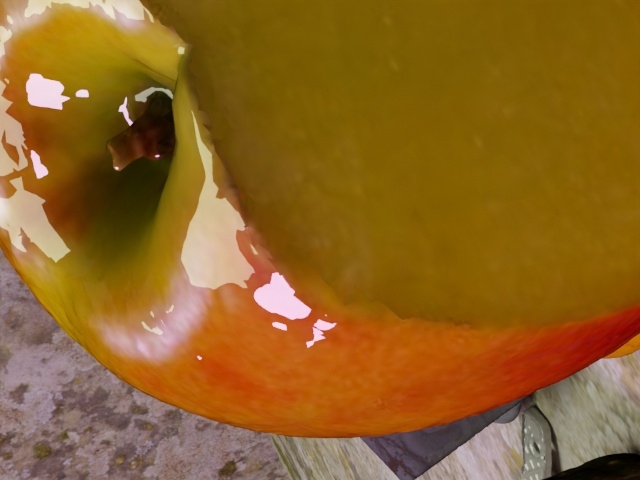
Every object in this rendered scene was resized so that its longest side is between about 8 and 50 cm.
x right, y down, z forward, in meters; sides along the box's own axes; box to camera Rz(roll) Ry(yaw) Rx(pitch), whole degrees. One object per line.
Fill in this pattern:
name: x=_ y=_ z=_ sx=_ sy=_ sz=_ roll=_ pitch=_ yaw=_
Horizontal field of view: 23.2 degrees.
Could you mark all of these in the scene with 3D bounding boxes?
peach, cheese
peach: x=0.032 y=-0.050 z=0.700 sx=0.306 sy=0.380 sz=0.242 roll=-16 pitch=98 yaw=54
cheese: x=0.184 y=0.243 z=1.324 sx=0.127 sy=0.054 sz=0.251 roll=-130 pitch=28 yaw=-51

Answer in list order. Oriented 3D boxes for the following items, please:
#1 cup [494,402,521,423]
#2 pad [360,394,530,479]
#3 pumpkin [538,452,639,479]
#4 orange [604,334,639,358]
cup: x=0.020 y=0.025 z=1.321 sx=0.347 sy=0.163 sz=0.347 roll=158 pitch=90 yaw=-81
pad: x=0.000 y=0.000 z=1.143 sx=0.367 sy=0.007 sz=0.247 roll=47 pitch=136 yaw=2
pumpkin: x=0.174 y=0.284 z=1.027 sx=0.256 sy=0.225 sz=0.303 roll=55 pitch=161 yaw=27
orange: x=0.158 y=0.026 z=0.879 sx=0.083 sy=0.070 sz=0.083 roll=48 pitch=154 yaw=33
